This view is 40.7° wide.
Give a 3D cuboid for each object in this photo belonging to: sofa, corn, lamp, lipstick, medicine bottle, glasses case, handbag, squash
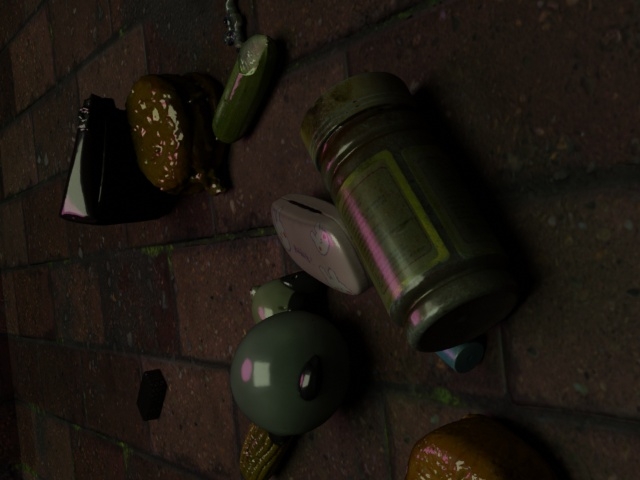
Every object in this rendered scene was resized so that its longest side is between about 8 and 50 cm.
[{"bbox_3d":[-0.391,0.357,1.990,0.060,0.039,0.118,53,136,38],"label":"sofa"},{"bbox_3d":[-0.089,0.338,1.471,0.080,0.080,0.231,55,137,37],"label":"corn"},{"bbox_3d":[-0.046,0.173,1.300,0.244,0.197,0.198,-94,23,-44],"label":"lamp"},{"bbox_3d":[0.140,0.105,1.097,0.158,0.048,0.048,43,129,47],"label":"lipstick"},{"bbox_3d":[0.103,-0.037,1.035,0.151,0.151,0.323,-57,49,45],"label":"medicine bottle"},{"bbox_3d":[0.000,0.000,1.225,0.113,0.075,0.297,65,166,-17],"label":"glasses case"},{"bbox_3d":[-0.411,-0.158,1.738,0.113,0.285,0.257,7,95,19],"label":"handbag"},{"bbox_3d":[-0.127,-0.249,1.442,0.239,0.069,0.069,-57,49,46],"label":"squash"}]

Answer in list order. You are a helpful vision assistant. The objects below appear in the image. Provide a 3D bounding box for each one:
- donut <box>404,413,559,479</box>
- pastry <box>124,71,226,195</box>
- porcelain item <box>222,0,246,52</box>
[{"bbox_3d":[0.186,0.319,1.002,0.226,0.113,0.227,12,104,55],"label":"donut"},{"bbox_3d":[-0.278,-0.201,1.630,0.240,0.132,0.235,11,103,58],"label":"pastry"},{"bbox_3d":[-0.154,-0.369,1.510,0.075,0.021,0.136,-42,60,57],"label":"porcelain item"}]
